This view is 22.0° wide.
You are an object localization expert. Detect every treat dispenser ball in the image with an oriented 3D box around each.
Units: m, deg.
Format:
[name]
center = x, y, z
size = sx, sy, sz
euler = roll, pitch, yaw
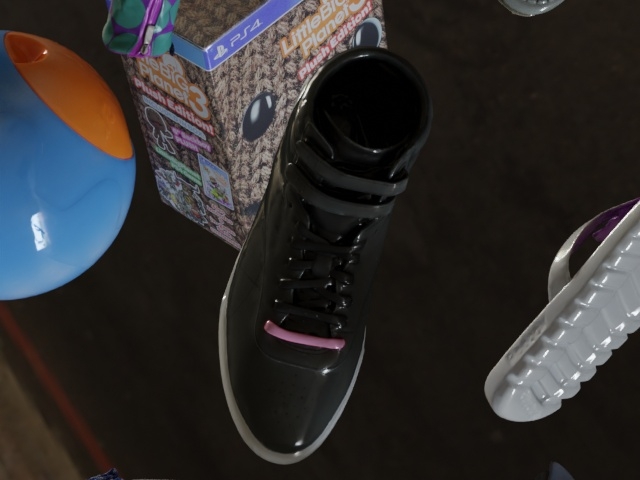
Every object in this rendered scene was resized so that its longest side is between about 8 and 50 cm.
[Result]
[treat dispenser ball]
center = -0.341, -0.080, 1.757
size = 0.288, 0.288, 0.288
euler = 47, 153, 33

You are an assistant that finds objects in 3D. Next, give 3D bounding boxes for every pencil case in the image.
[pencil case]
center = -0.140, -0.227, 1.413
size = 0.070, 0.065, 0.151
euler = -110, 32, -43

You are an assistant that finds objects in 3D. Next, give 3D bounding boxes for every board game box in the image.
[board game box]
center = -0.059, -0.173, 1.651
size = 0.141, 0.232, 0.291
euler = 32, 150, 32

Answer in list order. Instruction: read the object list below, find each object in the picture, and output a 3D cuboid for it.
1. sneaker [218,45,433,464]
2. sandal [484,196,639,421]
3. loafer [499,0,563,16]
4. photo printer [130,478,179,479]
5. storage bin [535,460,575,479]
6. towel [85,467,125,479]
[sneaker]
center = 0.000, 0.000, 1.108
size = 0.147, 0.105, 0.295
euler = 123, 161, -76
[sandal]
center = 0.319, 0.027, 1.829
size = 0.169, 0.416, 0.102
euler = 30, -163, -51
[loafer]
center = 0.255, -0.329, 1.803
size = 0.094, 0.251, 0.087
euler = 32, 149, -2
[photo printer]
center = -0.020, 0.246, 1.205
size = 0.256, 0.308, 0.107
euler = -3, 73, 45
[storage bin]
center = 0.150, 0.228, 1.046
size = 0.135, 0.091, 0.098
euler = 51, -162, -6
[towel]
center = -0.398, 0.396, 1.963
size = 0.040, 0.336, 0.243
euler = 51, 125, 17
